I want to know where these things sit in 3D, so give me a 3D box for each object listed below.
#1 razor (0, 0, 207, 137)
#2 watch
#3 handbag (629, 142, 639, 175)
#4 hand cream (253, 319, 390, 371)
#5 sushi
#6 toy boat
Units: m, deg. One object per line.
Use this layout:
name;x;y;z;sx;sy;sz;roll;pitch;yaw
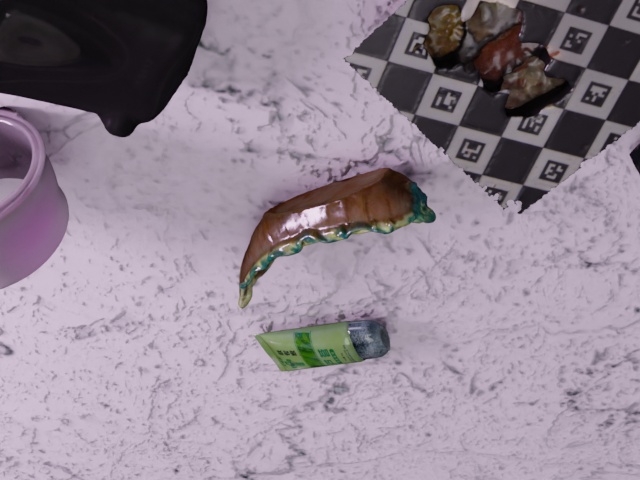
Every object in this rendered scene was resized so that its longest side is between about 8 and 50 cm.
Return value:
razor;-0.286;-0.218;1.108;0.349;0.113;0.204;10;132;-35
watch;-0.401;-0.034;1.276;0.218;0.248;0.210;-4;138;6
handbag;0.428;-0.079;1.279;0.139;0.072;0.115;22;133;-24
hand cream;0.006;0.144;1.591;0.175;0.046;0.095;-12;139;20
sushi;0.206;-0.188;1.190;0.290;0.050;0.264;37;116;-28
toy boat;-0.008;-0.008;1.379;0.293;0.108;0.099;-24;104;30
